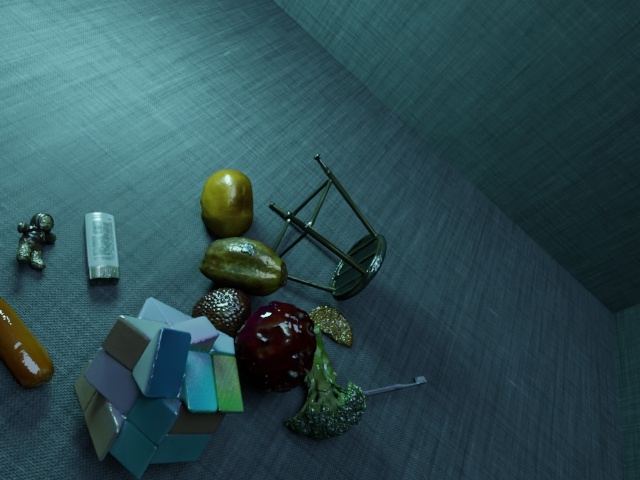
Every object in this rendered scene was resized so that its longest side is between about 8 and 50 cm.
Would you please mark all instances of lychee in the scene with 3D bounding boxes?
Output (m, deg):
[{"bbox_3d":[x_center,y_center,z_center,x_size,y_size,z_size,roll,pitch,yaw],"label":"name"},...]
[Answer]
[{"bbox_3d":[-0.298,0.235,1.369,0.194,0.194,0.195,19,50,-24],"label":"lychee"}]

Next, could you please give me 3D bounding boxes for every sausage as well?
[{"bbox_3d":[-0.773,0.238,1.091,0.300,0.083,0.089,48,57,4],"label":"sausage"}]

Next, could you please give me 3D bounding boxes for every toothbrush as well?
[{"bbox_3d":[0.277,0.551,1.670,0.353,0.024,0.029,2,53,-35],"label":"toothbrush"}]

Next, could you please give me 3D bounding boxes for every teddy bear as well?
[{"bbox_3d":[-0.809,-0.001,1.243,0.119,0.077,0.161,54,36,-61],"label":"teddy bear"}]

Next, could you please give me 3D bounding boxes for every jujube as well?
[{"bbox_3d":[-0.121,0.314,1.290,0.258,0.377,0.259,2,71,-7],"label":"jujube"}]

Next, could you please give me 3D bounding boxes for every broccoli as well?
[{"bbox_3d":[0.029,0.460,1.456,0.251,0.221,0.362,0,52,6],"label":"broccoli"}]

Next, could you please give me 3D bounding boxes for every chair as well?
[{"bbox_3d":[0.000,0.000,1.646,0.410,0.364,0.362,37,45,-16],"label":"chair"}]

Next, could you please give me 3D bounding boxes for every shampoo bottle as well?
[{"bbox_3d":[-0.666,0.023,1.341,0.086,0.056,0.228,1,59,-37],"label":"shampoo bottle"}]

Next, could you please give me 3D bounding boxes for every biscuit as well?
[{"bbox_3d":[0.048,0.313,1.672,0.206,0.025,0.126,34,45,-12],"label":"biscuit"}]

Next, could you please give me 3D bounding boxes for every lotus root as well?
[{"bbox_3d":[-0.242,0.082,1.446,0.290,0.193,0.193,13,40,23],"label":"lotus root"}]

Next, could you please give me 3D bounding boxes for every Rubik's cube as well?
[{"bbox_3d":[-0.389,0.360,1.116,0.387,0.358,0.368,30,5,-16],"label":"Rubik's cube"}]

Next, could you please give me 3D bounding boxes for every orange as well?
[{"bbox_3d":[-0.338,-0.135,1.581,0.183,0.249,0.249,-3,60,-19],"label":"orange"}]
